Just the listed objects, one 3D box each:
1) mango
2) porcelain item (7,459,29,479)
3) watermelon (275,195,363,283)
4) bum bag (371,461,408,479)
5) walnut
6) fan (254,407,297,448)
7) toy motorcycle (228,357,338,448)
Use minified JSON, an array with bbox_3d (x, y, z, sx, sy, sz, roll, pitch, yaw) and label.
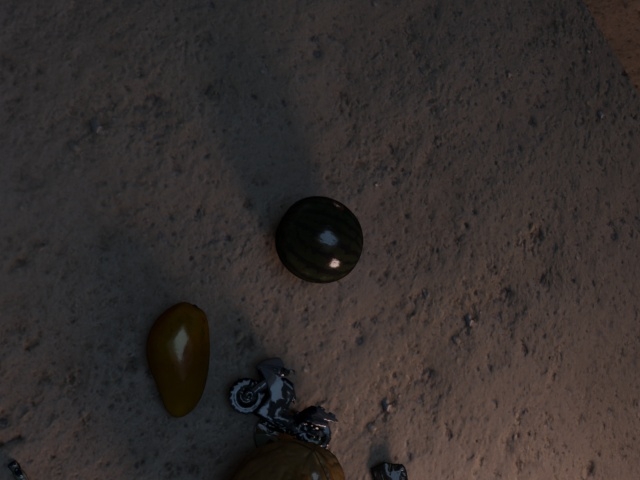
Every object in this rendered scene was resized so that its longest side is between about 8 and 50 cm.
[{"bbox_3d":[-0.314,0.262,1.640,0.138,0.113,0.253,2,89,-29],"label":"mango"},{"bbox_3d":[-0.582,0.504,1.499,0.021,0.075,0.136,-36,97,-26],"label":"porcelain item"},{"bbox_3d":[0.000,0.000,1.770,0.212,0.212,0.212,4,81,-24],"label":"watermelon"},{"bbox_3d":[0.188,0.642,1.854,0.087,0.049,0.198,-16,90,-2],"label":"bum bag"},{"bbox_3d":[-0.082,0.579,1.610,0.277,0.252,0.313,19,102,-29],"label":"walnut"},{"bbox_3d":[-0.112,0.494,1.755,0.152,0.008,0.227,43,67,-13],"label":"fan"},{"bbox_3d":[-0.077,0.375,1.732,0.270,0.106,0.159,32,73,-12],"label":"toy motorcycle"}]
